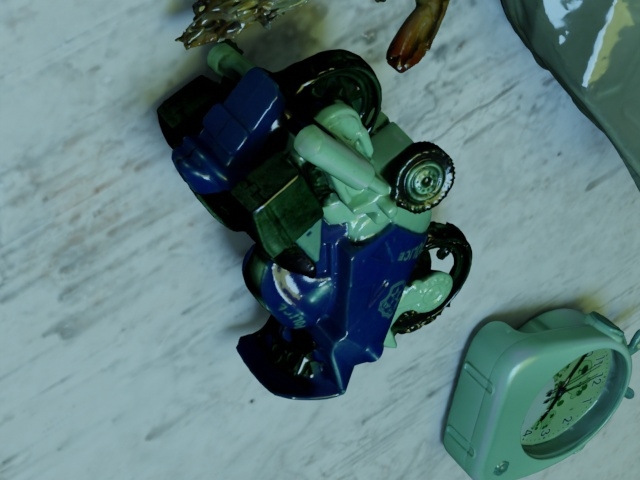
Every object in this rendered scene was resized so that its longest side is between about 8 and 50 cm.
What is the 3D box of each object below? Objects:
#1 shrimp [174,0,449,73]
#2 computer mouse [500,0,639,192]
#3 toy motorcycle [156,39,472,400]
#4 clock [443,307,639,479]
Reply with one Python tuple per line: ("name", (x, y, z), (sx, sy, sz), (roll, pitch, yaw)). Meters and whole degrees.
("shrimp", (0.005, -0.144, 0.988), (0.178, 0.124, 0.034), (-37, 170, -15))
("computer mouse", (0.280, -0.160, 1.185), (0.228, 0.145, 0.429), (-41, 128, 7))
("toy motorcycle", (0.000, 0.000, 1.101), (0.196, 0.125, 0.331), (-42, 144, -5))
("clock", (0.215, 0.133, 1.426), (0.210, 0.066, 0.159), (-11, 129, -34))
